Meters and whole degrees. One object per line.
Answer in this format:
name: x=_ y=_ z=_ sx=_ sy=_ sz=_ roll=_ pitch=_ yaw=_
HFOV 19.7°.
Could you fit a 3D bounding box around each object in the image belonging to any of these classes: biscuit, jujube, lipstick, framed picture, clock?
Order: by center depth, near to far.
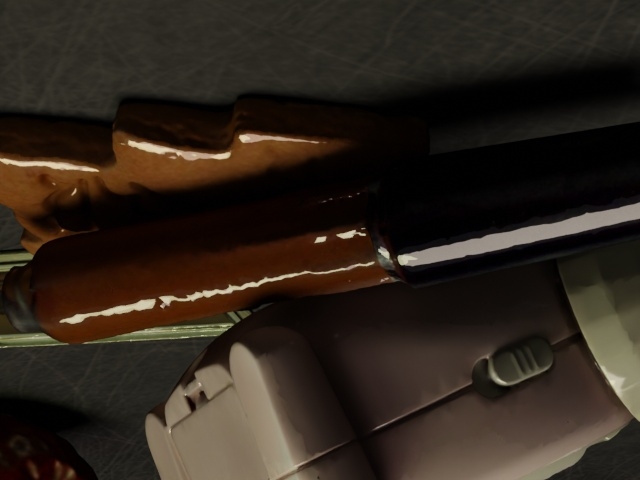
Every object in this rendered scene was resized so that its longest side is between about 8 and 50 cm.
lipstick: x=0.000 y=0.000 z=1.091 sx=0.418 sy=0.077 sz=0.077 roll=-11 pitch=156 yaw=20
biscuit: x=-0.063 y=-0.024 z=1.173 sx=0.306 sy=0.043 sz=0.284 roll=-15 pitch=150 yaw=33
clock: x=0.075 y=0.108 z=1.241 sx=0.326 sy=0.184 sz=0.342 roll=-16 pitch=176 yaw=-22
framed picture: x=-0.192 y=0.047 z=1.423 sx=0.252 sy=0.014 sz=0.197 roll=-4 pitch=158 yaw=15
jujube: x=-0.326 y=0.269 z=1.737 sx=0.213 sy=0.213 sz=0.232 roll=20 pitch=153 yaw=-39
